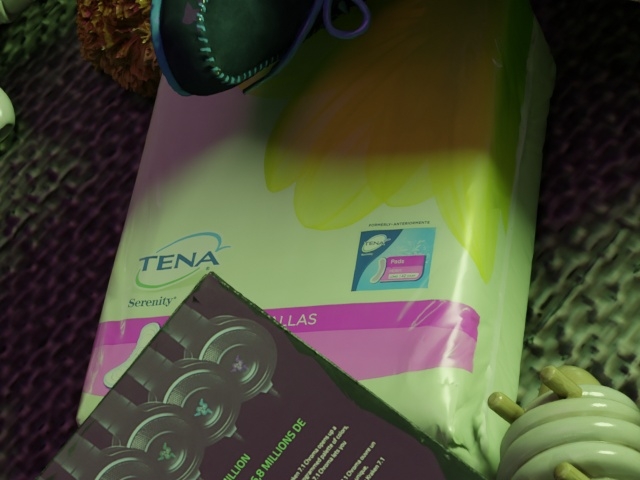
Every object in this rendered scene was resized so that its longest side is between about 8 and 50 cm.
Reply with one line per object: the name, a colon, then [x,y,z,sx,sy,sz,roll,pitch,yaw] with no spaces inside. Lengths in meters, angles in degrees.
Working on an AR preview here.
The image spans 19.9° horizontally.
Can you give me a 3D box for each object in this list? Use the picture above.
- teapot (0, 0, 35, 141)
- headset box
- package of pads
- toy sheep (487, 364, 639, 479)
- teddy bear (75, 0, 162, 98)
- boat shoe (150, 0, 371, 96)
teapot: [-0.251,-0.241,1.265,0.187,0.256,0.252,10,38,1]
headset box: [0.028,0.163,0.743,0.283,0.246,0.131,36,80,18]
package of pads: [0.000,0.000,1.021,0.229,0.101,0.296,-4,57,26]
toy sheep: [0.125,0.115,0.879,0.091,0.091,0.132,-16,46,20]
teddy bear: [-0.051,-0.254,1.216,0.338,0.113,0.245,-39,46,0]
boat shoe: [-0.004,-0.173,1.009,0.089,0.109,0.258,4,44,30]
